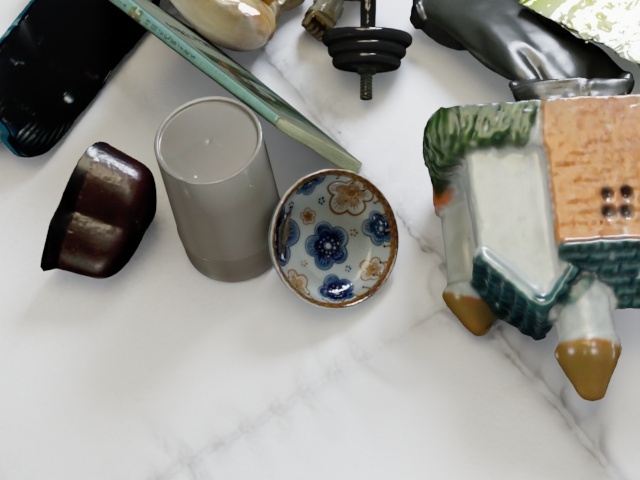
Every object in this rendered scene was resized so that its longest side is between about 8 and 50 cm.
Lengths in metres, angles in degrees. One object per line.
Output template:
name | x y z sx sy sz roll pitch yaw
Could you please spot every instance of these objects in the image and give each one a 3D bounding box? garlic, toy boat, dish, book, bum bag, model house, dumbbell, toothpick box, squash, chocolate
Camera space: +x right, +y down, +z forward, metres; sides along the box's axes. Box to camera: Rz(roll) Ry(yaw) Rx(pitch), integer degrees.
garlic | -0.122 -0.318 1.868 0.228 0.110 0.217 41 45 -1
toy boat | -0.293 -0.231 1.848 0.092 0.134 0.299 4 50 42
dish | 0.000 0.000 1.677 0.141 0.078 0.141 1 87 -25
book | -0.096 -0.172 1.733 0.282 0.215 0.025 39 97 25
bum bag | 0.212 -0.209 1.790 0.142 0.080 0.326 -23 49 -20
model house | 0.240 0.017 1.598 0.271 0.190 0.301 -2 71 1
dumbbell | 0.052 -0.257 1.807 0.099 0.099 0.208 1 86 8
toothpick box | -0.098 -0.048 1.654 0.111 0.181 0.111 -4 57 6
squash | 0.375 -0.278 1.760 0.237 0.155 0.204 33 30 21
chocolate | -0.215 -0.020 1.705 0.080 0.125 0.149 26 99 13

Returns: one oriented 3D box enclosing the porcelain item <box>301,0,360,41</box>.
porcelain item | 0.041 -0.315 1.890 0.084 0.054 0.213 38 70 -19
